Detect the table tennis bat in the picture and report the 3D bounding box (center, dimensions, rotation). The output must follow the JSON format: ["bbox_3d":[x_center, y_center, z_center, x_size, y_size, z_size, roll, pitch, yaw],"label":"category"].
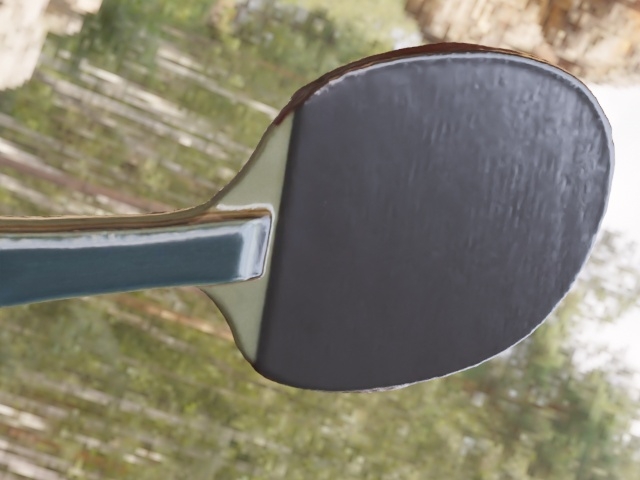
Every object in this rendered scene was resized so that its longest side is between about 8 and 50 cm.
[{"bbox_3d":[0.000,0.000,0.650,0.022,0.301,0.173,47,-45,50],"label":"table tennis bat"}]
